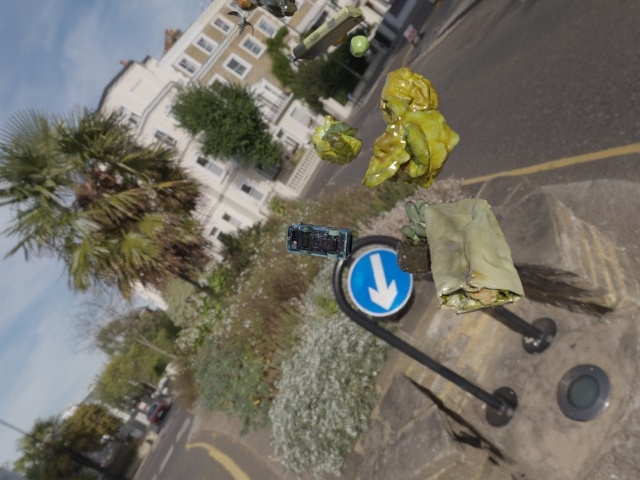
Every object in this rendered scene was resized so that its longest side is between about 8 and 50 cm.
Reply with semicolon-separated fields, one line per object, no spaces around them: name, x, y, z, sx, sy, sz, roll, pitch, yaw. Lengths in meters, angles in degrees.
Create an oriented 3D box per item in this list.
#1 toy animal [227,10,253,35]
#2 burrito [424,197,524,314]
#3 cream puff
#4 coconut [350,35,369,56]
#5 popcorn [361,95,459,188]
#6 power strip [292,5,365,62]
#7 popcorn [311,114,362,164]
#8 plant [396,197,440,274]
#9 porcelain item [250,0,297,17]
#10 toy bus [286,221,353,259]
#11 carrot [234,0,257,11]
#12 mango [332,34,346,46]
toy animal;-0.209;-0.580;1.152;0.028;0.084;0.050;-54;22;3
burrito;0.348;0.011;1.065;0.190;0.135;0.331;-26;43;26
cream puff;0.455;-0.685;2.114;0.324;0.257;0.291;10;-87;-57
coconut;0.173;-0.854;1.898;0.088;0.088;0.096;163;123;-76
popcorn;0.310;-0.311;1.475;0.326;0.290;0.321;140;143;-84
power strip;0.010;-0.591;1.265;0.268;0.034;0.092;-20;4;41
popcorn;0.072;-0.413;1.827;0.221;0.204;0.183;32;98;43
plant;0.359;-0.015;1.602;0.149;0.146;0.274;-126;40;-69
porcelain item;-0.099;-0.568;1.024;0.215;0.081;0.069;56;143;44
toy bus;0.000;0.000;1.301;0.106;0.185;0.090;-27;-57;-69
carrot;-0.288;-0.988;1.724;0.159;0.159;0.225;-49;43;44
mango;0.070;-0.847;1.779;0.102;0.085;0.184;-54;29;28
